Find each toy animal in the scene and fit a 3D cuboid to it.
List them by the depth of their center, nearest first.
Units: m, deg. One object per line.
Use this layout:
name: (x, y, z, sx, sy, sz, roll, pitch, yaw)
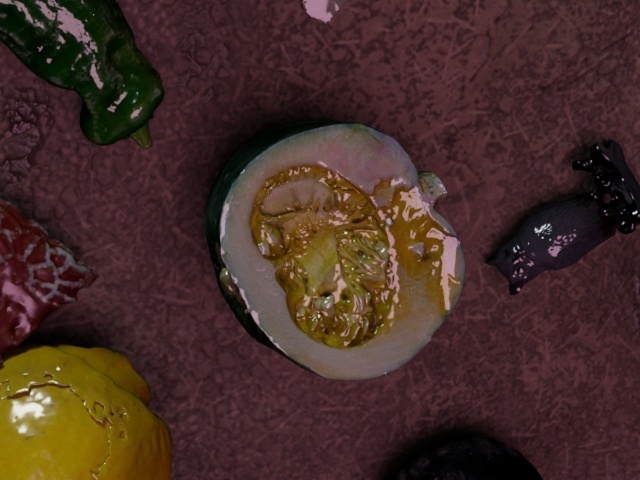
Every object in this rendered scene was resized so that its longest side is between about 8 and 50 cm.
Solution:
toy animal: (0.301, -0.019, 1.956, 0.210, 0.121, 0.117, -35, 162, 17)

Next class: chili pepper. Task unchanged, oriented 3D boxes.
chili pepper: (-0.258, -0.204, 1.701, 0.136, 0.099, 0.270, -47, 112, -23)

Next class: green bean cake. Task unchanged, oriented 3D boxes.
green bean cake: (-0.383, 0.065, 1.722, 0.198, 0.097, 0.232, 42, 67, -22)

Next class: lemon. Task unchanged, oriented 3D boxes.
lemon: (-0.307, 0.259, 1.761, 0.297, 0.297, 0.297, -6, 112, -14)

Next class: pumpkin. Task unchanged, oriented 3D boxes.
pumpkin: (0.000, 0.000, 1.802, 0.263, 0.197, 0.293, -32, 109, -13)
pumpkin: (0.183, 0.359, 2.008, 0.233, 0.163, 0.233, -5, 111, -12)

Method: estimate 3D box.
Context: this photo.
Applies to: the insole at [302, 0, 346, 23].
insole: (0.044, -0.328, 1.785, 0.063, 0.010, 0.192, 31, 100, -23)
